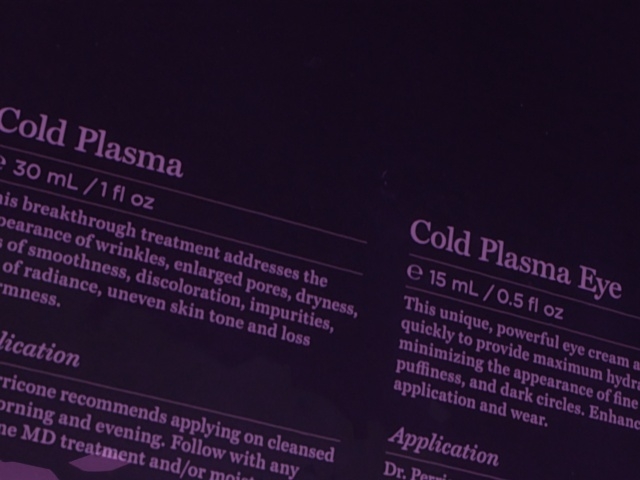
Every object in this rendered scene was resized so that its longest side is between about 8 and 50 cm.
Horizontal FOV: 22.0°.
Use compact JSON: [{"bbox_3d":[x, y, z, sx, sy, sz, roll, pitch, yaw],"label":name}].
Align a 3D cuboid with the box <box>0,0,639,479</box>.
[{"bbox_3d":[0.000,0.000,0.703,0.343,0.179,0.313,16,67,-17],"label":"box"}]
